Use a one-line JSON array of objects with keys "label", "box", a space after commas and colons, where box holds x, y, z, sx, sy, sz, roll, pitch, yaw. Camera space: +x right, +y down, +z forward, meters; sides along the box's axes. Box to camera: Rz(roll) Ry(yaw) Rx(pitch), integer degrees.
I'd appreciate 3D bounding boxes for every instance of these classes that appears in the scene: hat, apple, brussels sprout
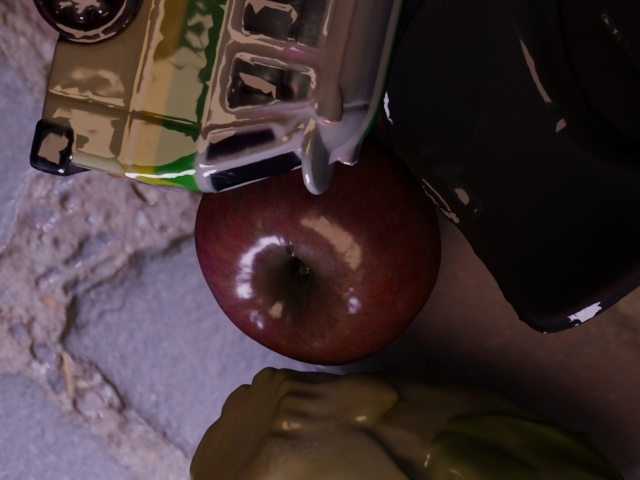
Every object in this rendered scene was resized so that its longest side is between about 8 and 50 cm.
[{"label": "hat", "box": [0.194, -0.112, 0.756, 0.238, 0.209, 0.336, 53, 140, 12]}, {"label": "apple", "box": [0.000, 0.000, 0.881, 0.153, 0.120, 0.153, 12, 126, 17]}, {"label": "brussels sprout", "box": [0.057, 0.223, 0.896, 0.316, 0.243, 0.274, 19, 123, 0]}]

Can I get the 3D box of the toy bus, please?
[{"label": "toy bus", "box": [-0.036, -0.170, 0.750, 0.179, 0.143, 0.305, 14, 97, 5]}]
